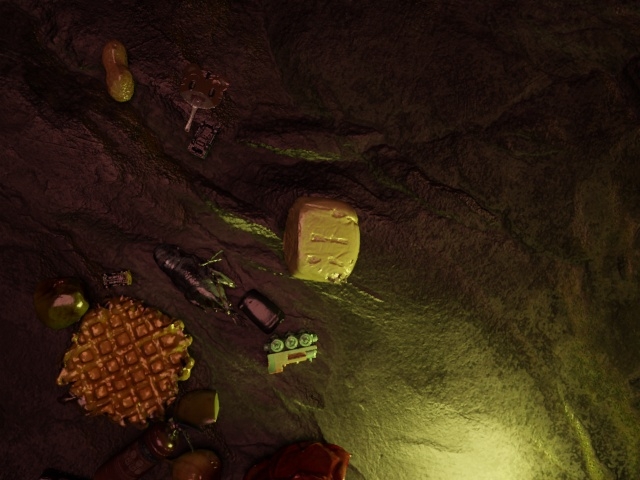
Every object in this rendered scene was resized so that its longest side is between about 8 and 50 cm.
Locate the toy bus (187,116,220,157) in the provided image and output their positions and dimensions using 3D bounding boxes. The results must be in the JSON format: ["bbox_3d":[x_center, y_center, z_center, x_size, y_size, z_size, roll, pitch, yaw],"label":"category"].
[{"bbox_3d":[-0.368,-0.321,1.572,0.060,0.075,0.122,27,85,-5],"label":"toy bus"}]

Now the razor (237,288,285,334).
[{"bbox_3d":[-0.191,0.225,1.582,0.148,0.054,0.090,42,80,-4],"label":"razor"}]

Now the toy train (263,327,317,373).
[{"bbox_3d":[-0.093,0.352,1.585,0.176,0.074,0.118,-8,98,-12],"label":"toy train"}]

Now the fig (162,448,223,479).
[{"bbox_3d":[-0.407,0.690,1.495,0.231,0.143,0.160,36,53,2],"label":"fig"}]

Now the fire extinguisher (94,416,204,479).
[{"bbox_3d":[-0.497,0.632,1.460,0.344,0.102,0.138,-38,85,7],"label":"fire extinguisher"}]

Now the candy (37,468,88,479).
[{"bbox_3d":[-0.701,0.778,1.490,0.313,0.061,0.088,18,88,-6],"label":"candy"}]

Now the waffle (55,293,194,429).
[{"bbox_3d":[-0.589,0.367,1.508,0.382,0.095,0.379,24,84,-3],"label":"waffle"}]

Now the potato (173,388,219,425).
[{"bbox_3d":[-0.389,0.513,1.510,0.149,0.120,0.081,-11,90,-8],"label":"potato"}]

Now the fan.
[{"bbox_3d":[-0.400,-0.457,1.607,0.153,0.008,0.226,20,84,-6],"label":"fan"}]

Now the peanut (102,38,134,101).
[{"bbox_3d":[-0.631,-0.530,1.539,0.089,0.089,0.192,-14,92,-8],"label":"peanut"}]

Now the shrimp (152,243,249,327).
[{"bbox_3d":[-0.348,0.117,1.519,0.372,0.137,0.172,35,100,-3],"label":"shrimp"}]

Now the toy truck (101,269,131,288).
[{"bbox_3d":[-0.627,0.119,1.530,0.083,0.054,0.049,-9,89,-7],"label":"toy truck"}]

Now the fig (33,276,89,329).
[{"bbox_3d":[-0.773,0.188,1.469,0.154,0.144,0.165,25,99,-15],"label":"fig"}]

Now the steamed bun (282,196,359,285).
[{"bbox_3d":[0.000,0.000,1.565,0.232,0.166,0.272,1,93,-19],"label":"steamed bun"}]

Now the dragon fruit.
[{"bbox_3d":[-0.065,0.702,1.449,0.228,0.329,0.286,42,84,3],"label":"dragon fruit"}]
